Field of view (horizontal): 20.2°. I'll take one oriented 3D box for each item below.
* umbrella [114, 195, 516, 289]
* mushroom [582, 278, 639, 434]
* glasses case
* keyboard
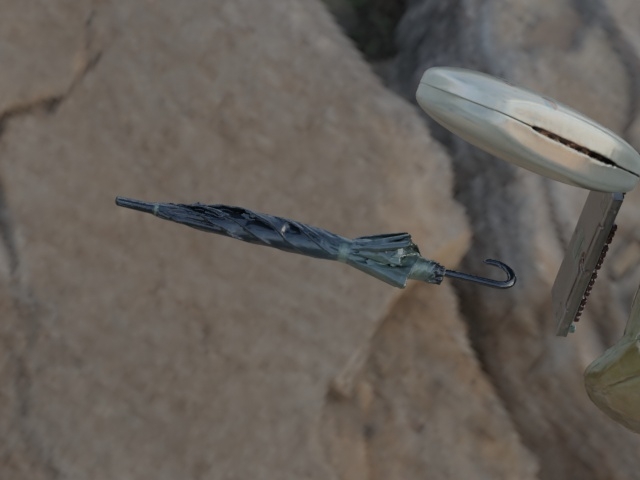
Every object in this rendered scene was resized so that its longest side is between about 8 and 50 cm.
[{"bbox_3d":[0.001,0.004,1.157,0.269,0.044,0.044,10,38,-10],"label":"umbrella"},{"bbox_3d":[0.330,-0.022,1.328,0.137,0.154,0.407,17,65,32],"label":"mushroom"},{"bbox_3d":[0.146,-0.074,1.234,0.204,0.051,0.081,19,6,-47],"label":"glasses case"},{"bbox_3d":[0.211,0.007,1.416,0.017,0.166,0.055,7,47,-6],"label":"keyboard"}]
